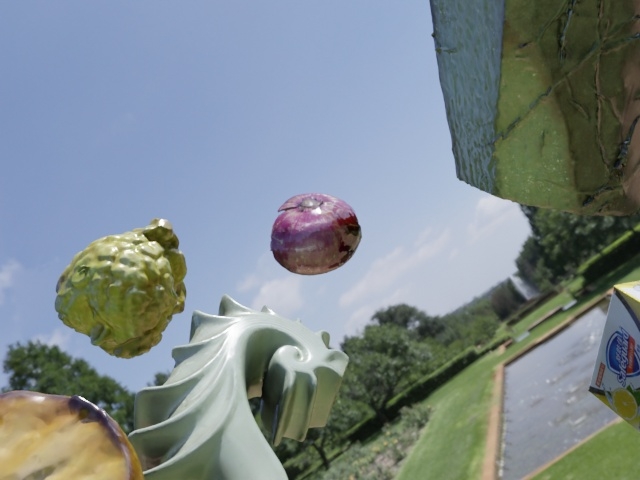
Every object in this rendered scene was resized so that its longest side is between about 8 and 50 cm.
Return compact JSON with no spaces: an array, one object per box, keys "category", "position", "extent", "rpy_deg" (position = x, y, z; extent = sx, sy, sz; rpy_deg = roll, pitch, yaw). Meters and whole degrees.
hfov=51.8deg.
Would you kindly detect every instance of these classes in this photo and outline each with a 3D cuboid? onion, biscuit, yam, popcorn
[{"category":"onion","position":[-0.001,-0.013,1.462],"extent":[0.200,0.201,0.207],"rpy_deg":[-41,-16,23]},{"category":"biscuit","position":[-0.311,0.291,0.641],"extent":[0.296,0.296,0.102],"rpy_deg":[-31,-37,-19]},{"category":"yam","position":[0.213,-0.158,0.597],"extent":[0.201,0.271,0.202],"rpy_deg":[-13,27,-13]},{"category":"popcorn","position":[-0.335,0.078,1.170],"extent":[0.251,0.205,0.237],"rpy_deg":[-52,-21,-11]}]

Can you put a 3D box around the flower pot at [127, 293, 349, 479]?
[{"category":"flower pot","position":[-0.122,0.248,0.935],"extent":[0.368,0.254,0.165],"rpy_deg":[-59,-13,-51]}]

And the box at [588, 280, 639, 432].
[{"category":"box","position":[0.640,0.228,1.284],"extent":[0.097,0.168,0.265],"rpy_deg":[-9,-61,-22]}]
